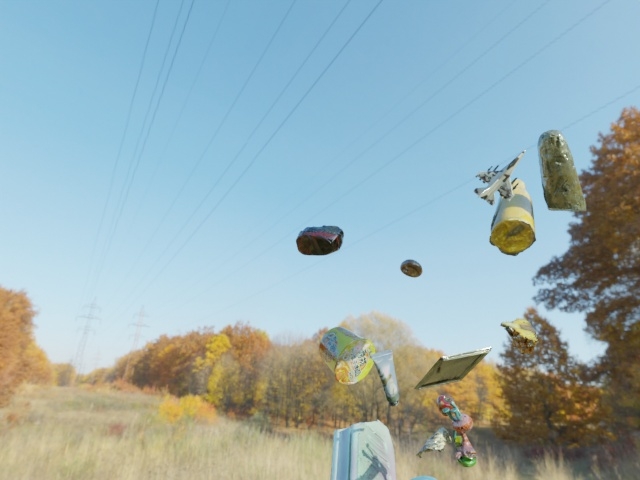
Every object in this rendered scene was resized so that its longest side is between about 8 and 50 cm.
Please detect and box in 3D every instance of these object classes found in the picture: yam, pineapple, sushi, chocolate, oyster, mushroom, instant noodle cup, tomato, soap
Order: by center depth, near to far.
[{"bbox_3d":[0.386,0.698,1.436,0.106,0.061,0.200,-23,-21,14],"label":"oyster"},{"bbox_3d":[0.893,-0.251,1.563,0.133,0.330,0.133,-16,7,2],"label":"yam"},{"bbox_3d":[0.176,0.922,1.674,0.156,0.446,0.261,-40,-74,22],"label":"soap"},{"bbox_3d":[0.793,-0.119,1.723,0.162,0.445,0.162,13,-54,18],"label":"chocolate"},{"bbox_3d":[0.539,0.710,1.786,0.087,0.075,0.087,3,16,-1],"label":"tomato"},{"bbox_3d":[0.000,0.000,1.980,0.225,0.126,0.136,0,-64,31],"label":"sushi"},{"bbox_3d":[0.460,0.142,2.116,0.109,0.085,0.126,12,-18,-27],"label":"mushroom"},{"bbox_3d":[0.128,0.580,2.165,0.264,0.264,0.200,21,4,-37],"label":"instant noodle cup"},{"bbox_3d":[1.018,0.505,2.177,0.164,0.140,0.250,8,20,3],"label":"pineapple"}]

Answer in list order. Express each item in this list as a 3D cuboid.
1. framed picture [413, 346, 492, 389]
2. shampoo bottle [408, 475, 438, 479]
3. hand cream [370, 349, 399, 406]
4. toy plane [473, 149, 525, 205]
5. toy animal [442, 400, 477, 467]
[{"bbox_3d":[0.440,0.436,1.400,0.197,0.014,0.252,-5,-39,-17],"label":"framed picture"},{"bbox_3d":[0.509,1.268,1.805,0.331,0.331,0.342,11,-1,-18],"label":"shampoo bottle"},{"bbox_3d":[0.266,0.549,1.664,0.088,0.256,0.055,-14,18,2],"label":"hand cream"},{"bbox_3d":[0.661,-0.226,1.521,0.234,0.160,0.082,-45,-29,5],"label":"toy plane"},{"bbox_3d":[0.488,0.675,1.465,0.100,0.208,0.103,-18,-2,-22],"label":"toy animal"}]
